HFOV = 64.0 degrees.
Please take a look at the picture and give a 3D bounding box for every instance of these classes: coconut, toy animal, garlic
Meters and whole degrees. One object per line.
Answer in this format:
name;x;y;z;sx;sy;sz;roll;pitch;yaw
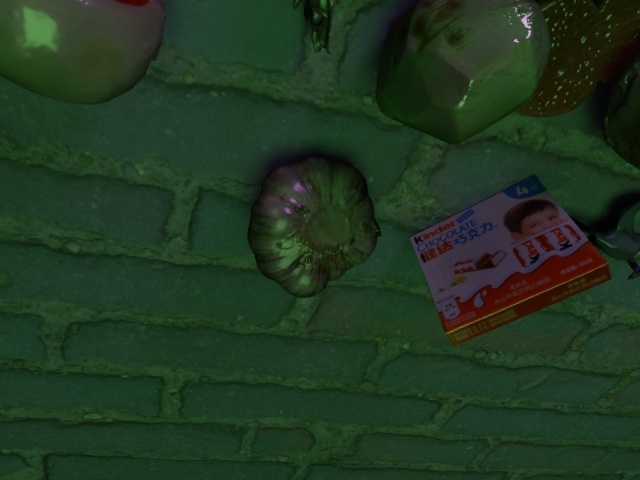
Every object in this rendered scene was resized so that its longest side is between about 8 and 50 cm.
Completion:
coconut;0.185;-0.245;0.715;0.235;0.236;0.204;-24;163;11
toy animal;0.614;-0.008;1.054;0.255;0.176;0.239;-9;144;-47
garlic;-0.020;-0.026;0.898;0.244;0.160;0.245;-4;100;-26

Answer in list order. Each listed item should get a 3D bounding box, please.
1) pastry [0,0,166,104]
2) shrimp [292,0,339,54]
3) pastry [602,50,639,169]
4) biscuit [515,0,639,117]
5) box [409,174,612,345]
pastry;-0.310;-0.281;0.597;0.264;0.265;0.133;24;124;-25
shrimp;0.054;-0.398;0.659;0.168;0.077;0.317;6;125;-16
pastry;0.604;-0.228;0.804;0.329;0.136;0.330;-12;140;-11
biscuit;0.411;-0.305;0.802;0.288;0.044;0.202;-24;129;10
box;0.316;0.026;0.916;0.273;0.265;0.048;-28;125;14
